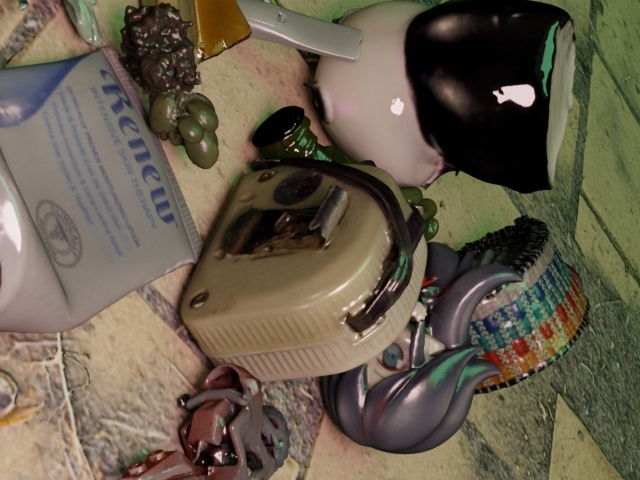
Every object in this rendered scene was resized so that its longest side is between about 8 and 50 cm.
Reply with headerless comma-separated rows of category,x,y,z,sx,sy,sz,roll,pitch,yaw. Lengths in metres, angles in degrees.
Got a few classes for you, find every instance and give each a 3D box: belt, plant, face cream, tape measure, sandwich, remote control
belt,0.239,0.093,1.466,0.160,0.207,0.295,61,18,-7
plant,-0.146,-0.152,1.101,0.085,0.087,0.174,-78,149,-67
face cream,-0.227,-0.041,0.946,0.234,0.137,0.420,65,21,-5
tape measure,0.000,0.000,1.116,0.133,0.232,0.271,61,32,-31
sandwich,-0.157,-0.260,1.167,0.163,0.079,0.113,63,32,-14
remote control,-0.040,-0.248,1.286,0.184,0.027,0.049,14,58,-7

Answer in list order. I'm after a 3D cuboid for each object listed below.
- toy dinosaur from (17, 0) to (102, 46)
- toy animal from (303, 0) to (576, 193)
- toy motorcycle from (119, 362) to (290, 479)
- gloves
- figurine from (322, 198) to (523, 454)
toy dinosaur,-0.299,-0.276,0.942,0.383,0.076,0.129,44,0,-44
toy animal,0.143,-0.190,1.367,0.251,0.310,0.250,6,90,-70
toy motorcycle,-0.103,0.187,1.012,0.212,0.084,0.118,-29,107,-53
gloves,0.030,-0.052,1.307,0.268,0.135,0.107,33,83,-29
figurine,0.100,0.103,1.237,0.197,0.175,0.265,28,86,-20
